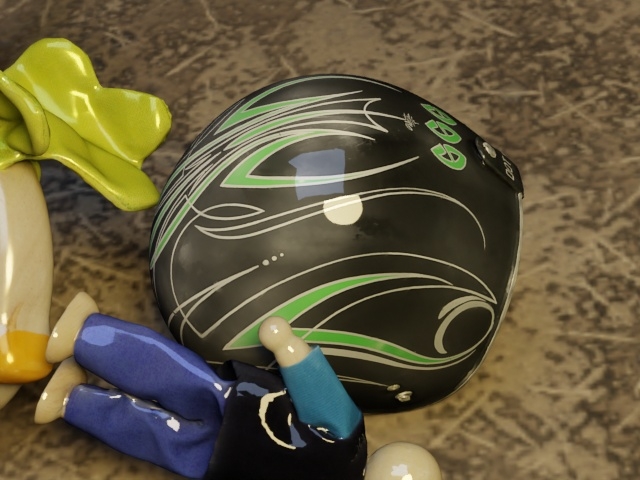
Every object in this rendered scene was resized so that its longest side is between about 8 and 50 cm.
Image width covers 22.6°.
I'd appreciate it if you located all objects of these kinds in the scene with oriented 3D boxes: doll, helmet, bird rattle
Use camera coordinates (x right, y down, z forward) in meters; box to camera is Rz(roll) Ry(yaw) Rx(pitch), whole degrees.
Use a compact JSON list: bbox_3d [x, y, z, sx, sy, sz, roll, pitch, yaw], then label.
[{"bbox_3d":[-0.034,0.084,0.734,0.189,0.129,0.046,21,32,8],"label":"doll"},{"bbox_3d":[0.000,0.000,0.787,0.162,0.169,0.169,11,43,-18],"label":"helmet"},{"bbox_3d":[-0.207,-0.003,0.820,0.254,0.143,0.206,-19,69,32],"label":"bird rattle"}]
